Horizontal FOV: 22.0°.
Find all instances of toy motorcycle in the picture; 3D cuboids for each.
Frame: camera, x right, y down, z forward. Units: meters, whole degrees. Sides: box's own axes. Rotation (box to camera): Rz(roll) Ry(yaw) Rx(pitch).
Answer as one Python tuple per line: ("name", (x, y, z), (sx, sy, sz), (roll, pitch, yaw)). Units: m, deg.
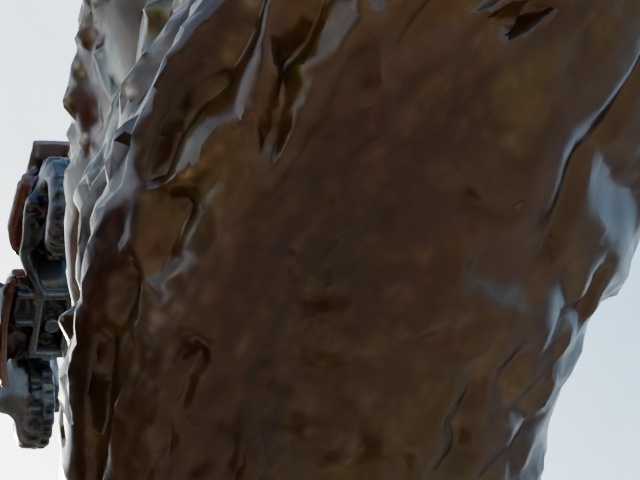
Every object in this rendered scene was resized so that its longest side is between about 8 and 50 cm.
("toy motorcycle", (-0.188, 0.030, 1.081), (0.084, 0.118, 0.212), (2, -59, -21))

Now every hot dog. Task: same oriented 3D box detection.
("hot dog", (0.000, 0.000, 0.507), (0.174, 0.267, 0.387), (11, -70, -10))
